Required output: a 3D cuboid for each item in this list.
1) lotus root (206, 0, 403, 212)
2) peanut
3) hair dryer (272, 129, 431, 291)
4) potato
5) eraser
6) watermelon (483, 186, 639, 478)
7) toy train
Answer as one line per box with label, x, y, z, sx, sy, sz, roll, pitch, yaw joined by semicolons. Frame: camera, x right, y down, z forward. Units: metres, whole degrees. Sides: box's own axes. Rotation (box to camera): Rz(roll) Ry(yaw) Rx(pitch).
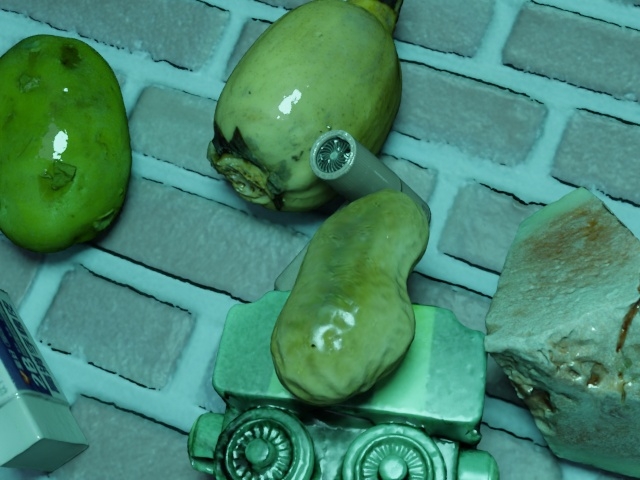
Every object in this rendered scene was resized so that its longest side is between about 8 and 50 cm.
lotus root;0.007;-0.175;0.931;0.182;0.183;0.310;28;73;16
peanut;0.036;0.045;0.764;0.120;0.110;0.236;2;46;34
hair dryer;-0.008;-0.002;0.889;0.220;0.195;0.054;-39;58;11
potato;-0.309;-0.110;0.979;0.186;0.148;0.253;3;80;26
eraser;-0.340;0.143;0.908;0.068;0.124;0.210;-35;71;-4
watermelon;0.286;0.090;0.791;0.193;0.231;0.310;-18;81;36
toy train;0.026;0.177;0.831;0.299;0.167;0.238;7;63;10
